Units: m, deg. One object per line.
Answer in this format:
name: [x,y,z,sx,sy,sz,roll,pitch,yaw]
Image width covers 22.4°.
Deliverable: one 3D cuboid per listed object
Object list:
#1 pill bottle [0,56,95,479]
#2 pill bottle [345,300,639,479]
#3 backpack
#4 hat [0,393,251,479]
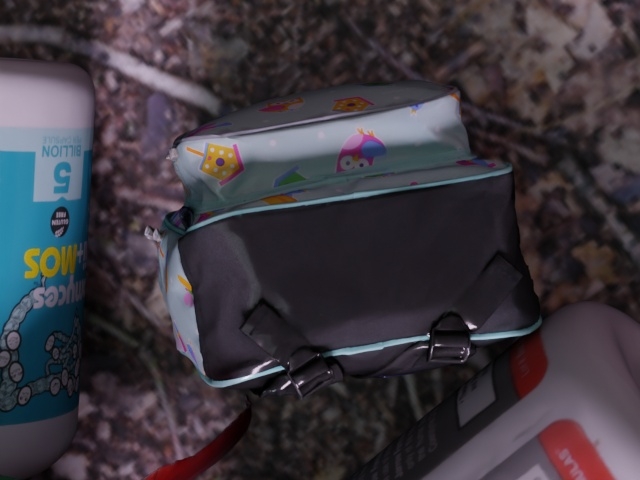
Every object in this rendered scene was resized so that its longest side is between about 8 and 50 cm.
pill bottle: [-0.198,0.033,0.857,0.146,0.146,0.264,6,97,14]
pill bottle: [0.055,0.214,0.773,0.363,0.210,0.210,-41,84,17]
backpack: [0.000,0.000,0.781,0.166,0.188,0.144,-13,87,-12]
hat: [-0.126,0.197,0.815,0.208,0.183,0.173,-25,78,14]
